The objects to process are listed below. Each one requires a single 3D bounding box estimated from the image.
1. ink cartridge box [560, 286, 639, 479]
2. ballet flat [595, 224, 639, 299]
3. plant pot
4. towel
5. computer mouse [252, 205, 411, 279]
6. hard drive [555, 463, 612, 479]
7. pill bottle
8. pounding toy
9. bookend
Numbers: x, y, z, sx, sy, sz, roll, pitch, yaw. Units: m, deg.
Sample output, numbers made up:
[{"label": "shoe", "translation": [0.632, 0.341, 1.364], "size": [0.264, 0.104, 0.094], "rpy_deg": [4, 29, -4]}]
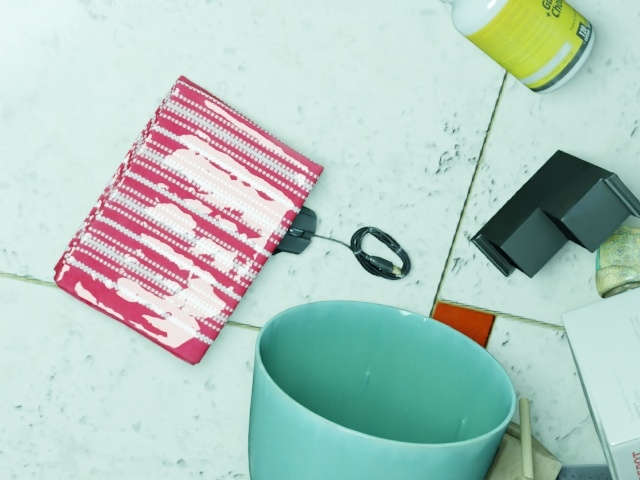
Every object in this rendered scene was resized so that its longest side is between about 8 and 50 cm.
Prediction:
[{"label": "ink cartridge box", "translation": [0.449, 0.169, 1.530], "size": [0.270, 0.197, 0.198], "rpy_deg": [-19, 140, 7]}, {"label": "ballet flat", "translation": [0.501, 0.027, 1.628], "size": [0.348, 0.123, 0.123], "rpy_deg": [3, 103, -17]}, {"label": "plant pot", "translation": [0.051, 0.241, 1.475], "size": [0.293, 0.293, 0.235], "rpy_deg": [5, 116, -16]}, {"label": "towel", "translation": [-0.150, -0.019, 1.457], "size": [0.199, 0.031, 0.275], "rpy_deg": [33, 94, -5]}, {"label": "computer mouse", "translation": [0.000, 0.000, 1.520], "size": [0.242, 0.041, 0.071], "rpy_deg": [16, 98, -18]}, {"label": "hard drive", "translation": [0.401, 0.369, 1.625], "size": [0.254, 0.054, 0.172], "rpy_deg": [7, 72, -17]}, {"label": "pill bottle", "translation": [0.215, -0.256, 1.476], "size": [0.184, 0.103, 0.103], "rpy_deg": [35, 93, -20]}, {"label": "pounding toy", "translation": [0.238, 0.280, 1.565], "size": [0.094, 0.206, 0.181], "rpy_deg": [23, 97, -19]}, {"label": "bookend", "translation": [0.278, -0.016, 1.526], "size": [0.156, 0.157, 0.072], "rpy_deg": [-46, 110, -1]}]
